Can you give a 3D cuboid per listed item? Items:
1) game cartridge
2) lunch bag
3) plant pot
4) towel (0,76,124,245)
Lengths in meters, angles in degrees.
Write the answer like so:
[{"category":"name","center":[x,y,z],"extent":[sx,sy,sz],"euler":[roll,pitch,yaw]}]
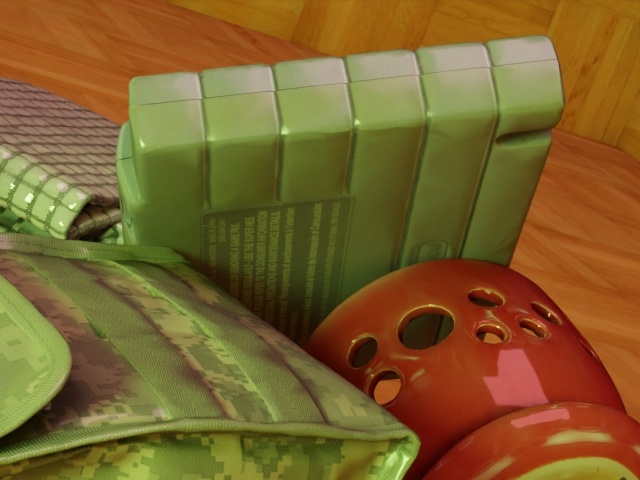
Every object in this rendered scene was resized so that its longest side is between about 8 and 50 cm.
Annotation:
[{"category":"game cartridge","center":[0.000,0.000,1.020],"extent":[0.230,0.068,0.355],"euler":[-2,-26,-5]},{"category":"lunch bag","center":[-0.145,0.094,0.793],"extent":[0.287,0.169,0.235],"euler":[6,16,-35]},{"category":"plant pot","center":[0.093,0.130,0.976],"extent":[0.191,0.191,0.174],"euler":[13,21,-31]},{"category":"towel","center":[-0.207,-0.027,1.303],"extent":[0.235,0.121,0.284],"euler":[27,12,18]}]
